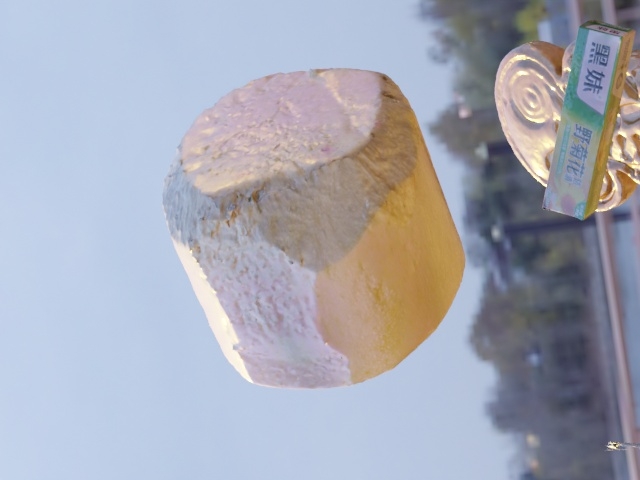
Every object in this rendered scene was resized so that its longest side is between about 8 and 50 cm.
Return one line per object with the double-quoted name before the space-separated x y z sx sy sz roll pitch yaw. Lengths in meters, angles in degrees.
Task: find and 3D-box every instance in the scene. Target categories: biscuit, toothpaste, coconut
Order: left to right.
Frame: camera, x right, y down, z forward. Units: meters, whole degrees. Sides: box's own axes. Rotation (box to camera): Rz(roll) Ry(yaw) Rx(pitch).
"coconut" 0.000 0.000 0.833 0.147 0.147 0.152 -90 -15 -51
"toothpaste" 0.240 -0.107 1.438 0.037 0.043 0.178 -30 -46 -53
"biscuit" 0.278 -0.121 1.657 0.202 0.044 0.289 60 157 -12

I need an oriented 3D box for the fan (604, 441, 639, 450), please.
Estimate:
"fan" 0.369 0.221 1.726 0.310 0.182 0.010 10 -102 -58
